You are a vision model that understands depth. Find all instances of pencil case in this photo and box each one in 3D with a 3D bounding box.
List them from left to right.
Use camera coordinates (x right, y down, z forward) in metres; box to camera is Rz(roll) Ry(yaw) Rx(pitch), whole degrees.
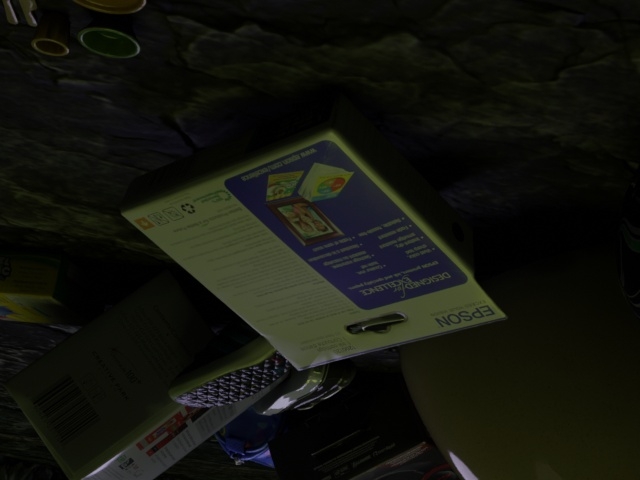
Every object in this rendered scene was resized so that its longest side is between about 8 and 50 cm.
[{"bbox_3d":[-0.047,0.294,1.758,0.119,0.133,0.306,20,171,32],"label":"pencil case"}]

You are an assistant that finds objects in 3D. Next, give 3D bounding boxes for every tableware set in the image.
[{"bbox_3d":[-0.147,-0.137,0.625,0.104,0.024,0.154,8,162,-2],"label":"tableware set"}]

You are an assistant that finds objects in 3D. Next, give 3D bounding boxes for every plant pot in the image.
[{"bbox_3d":[0.222,0.150,0.945,0.284,0.191,0.284,-10,154,-5],"label":"plant pot"}]

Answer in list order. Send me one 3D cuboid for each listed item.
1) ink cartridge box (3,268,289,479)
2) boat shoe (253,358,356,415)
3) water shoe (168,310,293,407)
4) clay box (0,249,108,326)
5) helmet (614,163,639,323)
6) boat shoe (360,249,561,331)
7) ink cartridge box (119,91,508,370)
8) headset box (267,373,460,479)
[{"bbox_3d":[-0.176,0.157,1.309,0.272,0.130,0.309,-35,167,-12],"label":"ink cartridge box"},{"bbox_3d":[-0.025,0.188,1.512,0.070,0.078,0.219,16,159,-21],"label":"boat shoe"},{"bbox_3d":[-0.062,0.091,1.120,0.203,0.080,0.073,-30,146,18],"label":"water shoe"},{"bbox_3d":[-0.357,0.048,1.254,0.222,0.053,0.127,5,163,14],"label":"clay box"},{"bbox_3d":[0.264,0.005,0.696,0.169,0.169,0.161,11,179,-10],"label":"helmet"},{"bbox_3d":[0.143,0.056,1.023,0.226,0.076,0.083,-1,161,25],"label":"boat shoe"},{"bbox_3d":[-0.003,0.004,0.833,0.206,0.045,0.208,-18,130,38],"label":"ink cartridge box"},{"bbox_3d":[0.080,0.305,1.645,0.218,0.110,0.293,-29,150,15],"label":"headset box"}]
